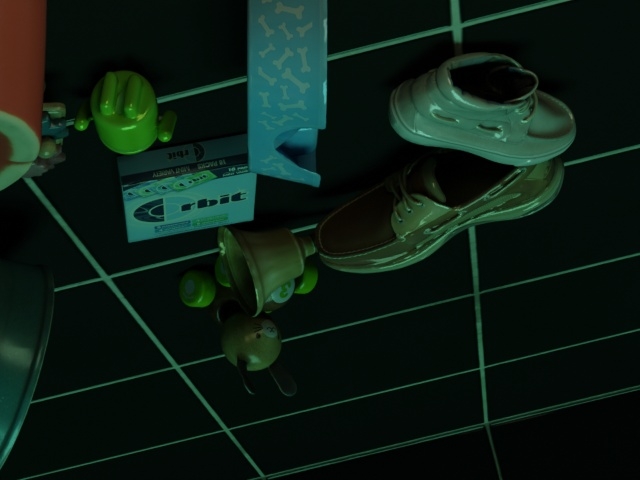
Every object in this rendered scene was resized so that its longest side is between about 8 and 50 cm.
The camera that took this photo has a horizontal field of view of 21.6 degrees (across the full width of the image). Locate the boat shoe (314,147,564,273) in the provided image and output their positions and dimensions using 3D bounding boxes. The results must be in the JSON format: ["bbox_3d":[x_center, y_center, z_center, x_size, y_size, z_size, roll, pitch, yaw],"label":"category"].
[{"bbox_3d":[0.134,-0.060,2.064,0.324,0.123,0.116,-24,152,12],"label":"boat shoe"}]

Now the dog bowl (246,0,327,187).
[{"bbox_3d":[-0.034,-0.159,1.604,0.074,0.166,0.297,0,160,-3],"label":"dog bowl"}]

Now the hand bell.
[{"bbox_3d":[0.000,0.000,2.186,0.242,0.126,0.126,-20,164,-18],"label":"hand bell"}]

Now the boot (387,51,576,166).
[{"bbox_3d":[0.210,-0.148,1.872,0.258,0.095,0.123,1,163,-33],"label":"boot"}]

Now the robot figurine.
[{"bbox_3d":[-0.197,-0.129,1.703,0.101,0.067,0.115,5,161,1],"label":"robot figurine"}]

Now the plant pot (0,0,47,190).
[{"bbox_3d":[-0.325,-0.163,1.258,0.275,0.243,0.275,-11,161,-4],"label":"plant pot"}]

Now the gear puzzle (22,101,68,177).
[{"bbox_3d":[-0.422,-0.086,1.674,0.339,0.044,0.175,-3,164,-12],"label":"gear puzzle"}]

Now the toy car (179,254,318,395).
[{"bbox_3d":[-0.084,0.120,2.294,0.149,0.188,0.155,-29,156,38],"label":"toy car"}]

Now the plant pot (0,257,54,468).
[{"bbox_3d":[-0.476,0.123,1.939,0.255,0.271,0.271,18,149,-21],"label":"plant pot"}]

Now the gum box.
[{"bbox_3d":[-0.155,-0.060,1.966,0.157,0.041,0.184,-10,161,-7],"label":"gum box"}]
